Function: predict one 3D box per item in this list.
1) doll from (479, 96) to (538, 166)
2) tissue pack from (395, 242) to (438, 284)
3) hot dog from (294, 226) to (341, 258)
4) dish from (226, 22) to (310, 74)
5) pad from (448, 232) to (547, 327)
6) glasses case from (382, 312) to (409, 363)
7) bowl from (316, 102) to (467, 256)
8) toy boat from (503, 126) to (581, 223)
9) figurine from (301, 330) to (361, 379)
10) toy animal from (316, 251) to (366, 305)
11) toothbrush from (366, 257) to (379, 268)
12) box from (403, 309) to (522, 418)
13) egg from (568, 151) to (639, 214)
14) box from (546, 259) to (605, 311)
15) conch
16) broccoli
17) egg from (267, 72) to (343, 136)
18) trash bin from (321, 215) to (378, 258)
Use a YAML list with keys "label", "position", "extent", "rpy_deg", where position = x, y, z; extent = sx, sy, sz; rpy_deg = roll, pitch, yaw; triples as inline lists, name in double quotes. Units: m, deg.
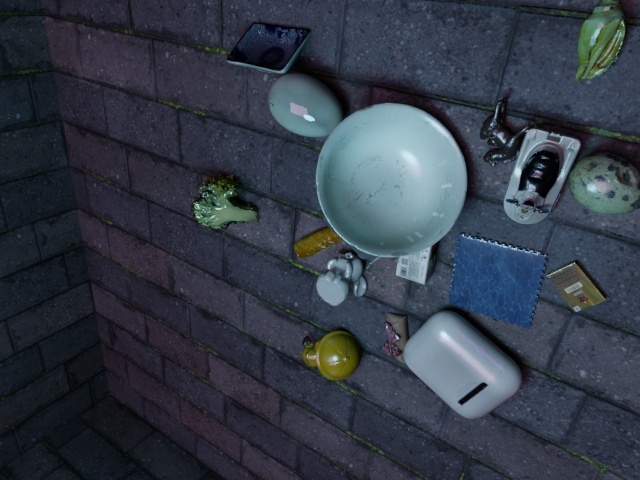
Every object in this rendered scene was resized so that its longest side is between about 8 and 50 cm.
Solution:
- label: "doll"
  position: [0.490, -0.280, 1.287]
  extent: [0.139, 0.057, 0.165]
  rpy_deg: [42, 134, 8]
- label: "tissue pack"
  position: [0.315, 0.047, 1.540]
  extent: [0.106, 0.099, 0.149]
  rpy_deg: [18, 121, 26]
- label: "hot dog"
  position: [0.001, -0.002, 1.772]
  extent: [0.286, 0.061, 0.088]
  rpy_deg: [-32, 80, 40]
- label: "dish"
  position: [-0.161, -0.610, 1.558]
  extent: [0.243, 0.182, 0.080]
  rpy_deg: [21, 161, 28]
- label: "pad"
  position: [0.538, 0.124, 1.475]
  extent: [0.269, 0.012, 0.270]
  rpy_deg: [15, 119, 30]
- label: "glasses case"
  position: [0.266, 0.361, 1.747]
  extent: [0.102, 0.070, 0.194]
  rpy_deg: [6, 115, 35]
- label: "bowl"
  position: [0.193, -0.165, 1.419]
  extent: [0.435, 0.434, 0.196]
  rpy_deg: [56, 174, 0]
- label: "toy boat"
  position: [0.565, -0.153, 1.244]
  extent: [0.140, 0.141, 0.269]
  rpy_deg: [24, 119, 25]
- label: "figurine"
  position: [0.038, 0.462, 1.900]
  extent: [0.256, 0.167, 0.192]
  rpy_deg: [-20, 113, 42]
- label: "toy animal"
  position: [0.077, 0.142, 1.697]
  extent: [0.127, 0.193, 0.179]
  rpy_deg: [15, 122, 27]
- label: "toothbrush"
  position: [0.212, 0.055, 1.674]
  extent: [0.011, 0.014, 0.167]
  rpy_deg: [39, 131, -8]
- label: "box"
  position: [0.462, 0.414, 1.584]
  extent: [0.349, 0.141, 0.289]
  rpy_deg: [42, 128, 12]
- label: "egg"
  position: [0.694, -0.134, 1.151]
  extent: [0.181, 0.141, 0.141]
  rpy_deg: [33, 127, 10]
- label: "box"
  position: [0.718, 0.129, 1.340]
  extent: [0.133, 0.023, 0.090]
  rpy_deg: [52, 132, 4]
- label: "conch"
  position: [0.637, -0.462, 1.079]
  extent: [0.094, 0.079, 0.201]
  rpy_deg: [2, 130, 21]
- label: "broccoli"
  position: [-0.388, -0.166, 1.942]
  extent: [0.180, 0.273, 0.242]
  rpy_deg: [-102, 19, -44]
- label: "egg"
  position: [-0.047, -0.426, 1.517]
  extent: [0.264, 0.183, 0.183]
  rpy_deg: [32, 127, 13]
- label: "trash bin"
  position: [0.139, -0.051, 1.592]
  extent: [0.236, 0.101, 0.177]
  rpy_deg: [40, 136, -1]
